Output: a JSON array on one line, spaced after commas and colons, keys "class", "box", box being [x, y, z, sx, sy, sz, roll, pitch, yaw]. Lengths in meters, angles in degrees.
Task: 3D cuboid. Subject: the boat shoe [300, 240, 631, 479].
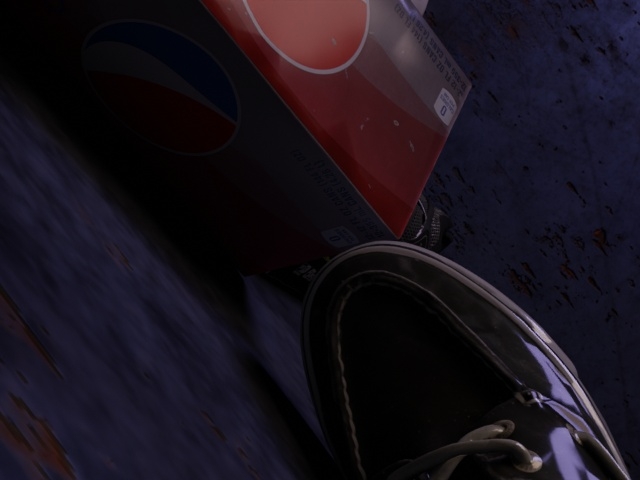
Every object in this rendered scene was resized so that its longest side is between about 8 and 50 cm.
[{"class": "boat shoe", "box": [0.055, 0.078, 0.351, 0.219, 0.078, 0.070, 56, 5, 30]}]

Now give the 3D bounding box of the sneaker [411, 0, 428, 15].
[{"class": "sneaker", "box": [0.032, -0.170, 0.838, 0.092, 0.087, 0.228, 48, 11, -28]}]

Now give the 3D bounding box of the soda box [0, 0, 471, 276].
[{"class": "soda box", "box": [-0.061, -0.110, 0.441, 0.263, 0.083, 0.092, 49, 49, -25]}]

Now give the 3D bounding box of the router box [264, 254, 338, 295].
[{"class": "router box", "box": [-0.031, -0.032, 0.601, 0.122, 0.038, 0.092, 53, 4, 18]}]

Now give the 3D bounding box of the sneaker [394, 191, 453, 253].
[{"class": "sneaker", "box": [0.052, -0.048, 1.234, 0.130, 0.087, 0.227, 49, 8, -41]}]
